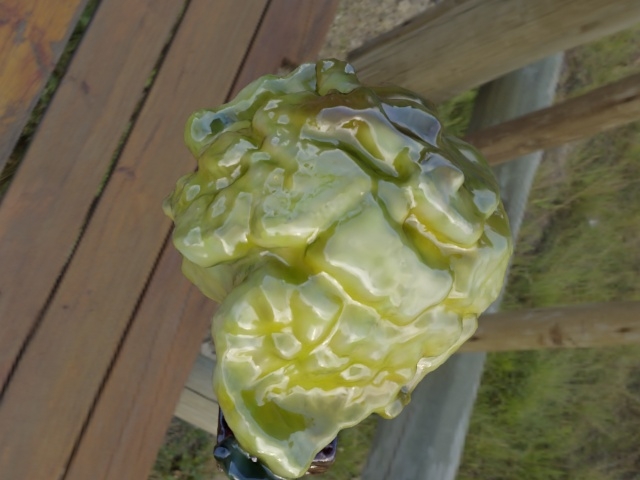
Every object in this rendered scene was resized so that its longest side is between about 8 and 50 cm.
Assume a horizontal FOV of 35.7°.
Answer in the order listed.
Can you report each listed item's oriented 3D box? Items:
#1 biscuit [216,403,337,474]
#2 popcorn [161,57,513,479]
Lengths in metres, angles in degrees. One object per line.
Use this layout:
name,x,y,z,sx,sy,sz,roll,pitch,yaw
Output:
biscuit,-0.038,0.090,0.920,0.106,0.070,0.252,4,66,-5
popcorn,0.005,-0.007,0.756,0.293,0.237,0.293,24,30,-15
